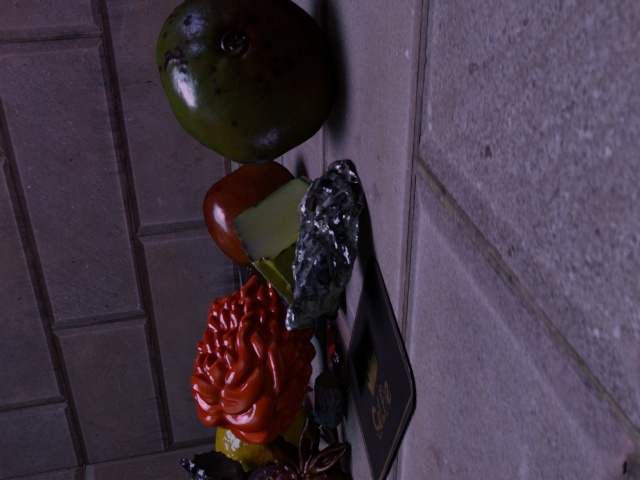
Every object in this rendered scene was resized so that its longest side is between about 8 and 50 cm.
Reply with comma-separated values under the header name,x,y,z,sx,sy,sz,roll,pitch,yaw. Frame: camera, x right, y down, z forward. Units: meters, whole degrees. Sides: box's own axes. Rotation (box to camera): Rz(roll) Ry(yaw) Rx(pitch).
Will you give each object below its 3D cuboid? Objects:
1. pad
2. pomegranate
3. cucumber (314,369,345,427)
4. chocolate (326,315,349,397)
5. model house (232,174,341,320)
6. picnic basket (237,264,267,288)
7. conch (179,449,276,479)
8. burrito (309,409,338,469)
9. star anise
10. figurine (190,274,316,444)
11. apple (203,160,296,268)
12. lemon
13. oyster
name,x,y,z,sx,sy,sz,roll,pitch,yaw
pad,0.063,0.241,1.132,0.375,0.063,0.315,96,163,-52
pomegranate,-0.132,-0.256,1.216,0.323,0.290,0.291,158,104,-68
cucumber,0.020,0.301,1.412,0.064,0.064,0.112,-113,18,-55
chocolate,0.025,0.191,1.204,0.182,0.028,0.086,75,-176,-62
model house,-0.021,0.031,1.331,0.211,0.170,0.194,56,177,-32
picnic basket,-0.133,0.060,1.844,0.297,0.129,0.222,101,158,-61
conch,-0.164,0.555,1.623,0.240,0.313,0.186,-44,26,50
burrito,0.010,0.462,1.573,0.063,0.058,0.230,-119,26,-75
star anise,-0.024,0.441,1.472,0.196,0.212,0.111,60,-142,-17
figurine,-0.108,0.229,1.482,0.412,0.241,0.306,30,-106,-81
apple,-0.127,-0.048,1.559,0.230,0.230,0.230,173,90,-79
lemon,-0.137,0.490,1.847,0.320,0.245,0.245,105,156,-50
oyster,0.003,0.001,1.127,0.252,0.087,0.199,-65,25,5
